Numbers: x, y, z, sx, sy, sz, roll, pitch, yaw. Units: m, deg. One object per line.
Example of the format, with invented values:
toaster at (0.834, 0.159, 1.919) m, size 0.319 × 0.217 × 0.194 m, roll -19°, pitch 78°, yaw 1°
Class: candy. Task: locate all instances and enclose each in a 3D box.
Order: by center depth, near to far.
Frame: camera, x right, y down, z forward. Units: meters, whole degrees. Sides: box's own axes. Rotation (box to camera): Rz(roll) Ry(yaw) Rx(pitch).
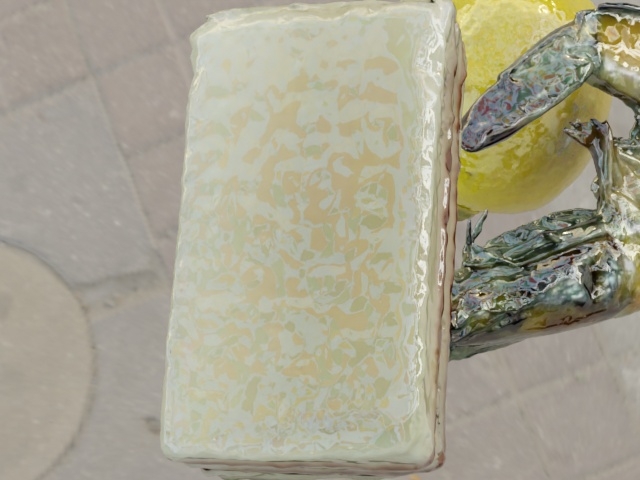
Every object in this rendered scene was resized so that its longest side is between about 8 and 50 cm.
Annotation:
candy at (0.000, 0.000, 1.064) m, size 0.179 × 0.135 × 0.321 m, roll 2°, pitch 77°, yaw 13°

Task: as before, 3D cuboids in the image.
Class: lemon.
lemon at (0.203, -0.169, 1.779) m, size 0.260 × 0.260 × 0.284 m, roll -4°, pitch 103°, yaw 9°

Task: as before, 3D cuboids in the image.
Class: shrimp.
shrimp at (0.185, -0.034, 1.323) m, size 0.445 × 0.085 × 0.272 m, roll -25°, pitch 113°, yaw -17°
